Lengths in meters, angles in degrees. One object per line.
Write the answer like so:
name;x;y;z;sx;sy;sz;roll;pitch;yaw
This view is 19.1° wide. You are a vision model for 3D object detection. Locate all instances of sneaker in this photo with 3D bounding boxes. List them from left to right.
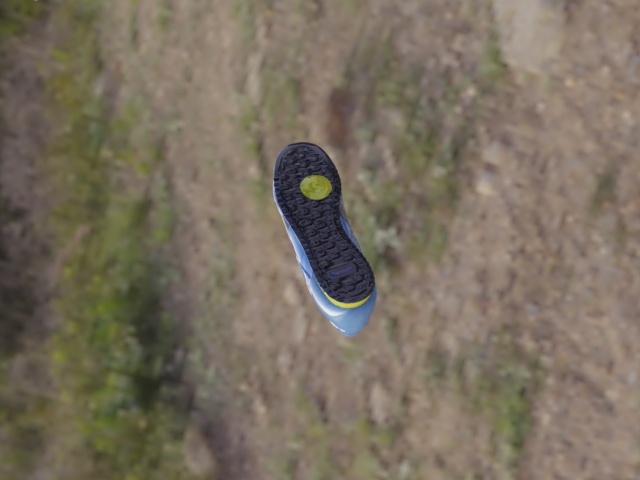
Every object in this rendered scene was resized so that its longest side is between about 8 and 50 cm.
sneaker;0.000;0.000;1.875;0.082;0.069;0.209;92;161;-57
